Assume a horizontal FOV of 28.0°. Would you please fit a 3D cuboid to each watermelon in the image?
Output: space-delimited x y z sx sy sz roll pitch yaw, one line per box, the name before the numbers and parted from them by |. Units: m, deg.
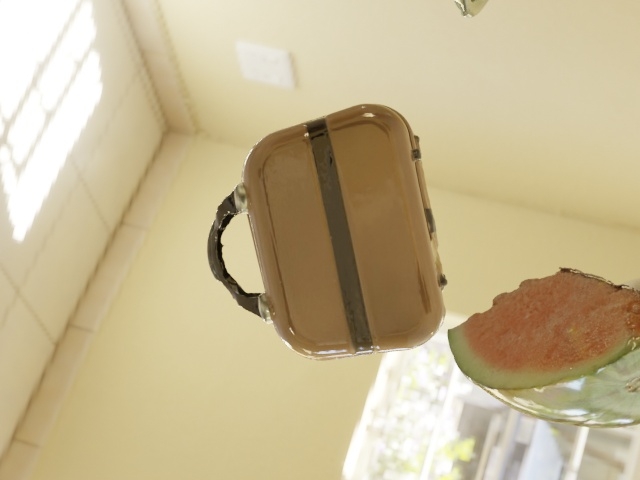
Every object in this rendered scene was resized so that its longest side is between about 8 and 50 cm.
watermelon | 0.226 0.120 1.090 0.128 0.231 0.146 -49 116 -9

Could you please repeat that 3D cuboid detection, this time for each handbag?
handbag | 0.000 0.000 1.553 0.149 0.283 0.301 -37 116 -83

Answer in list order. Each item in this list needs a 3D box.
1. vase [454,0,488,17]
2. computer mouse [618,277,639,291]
vase | -0.014 -0.263 0.898 0.143 0.299 0.143 19 90 -75
computer mouse | 0.331 0.090 1.145 0.082 0.145 0.236 -58 -175 -6
